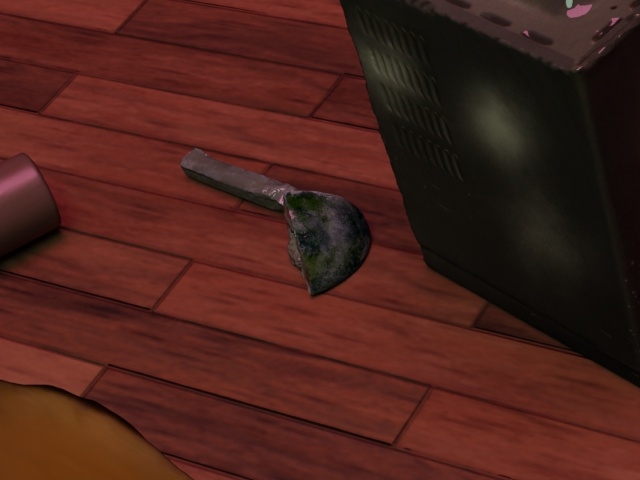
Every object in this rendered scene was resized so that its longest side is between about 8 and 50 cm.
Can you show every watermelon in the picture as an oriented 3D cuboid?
[{"bbox_3d":[0.000,0.000,1.526,0.061,0.085,0.085,-20,29,44],"label":"watermelon"}]

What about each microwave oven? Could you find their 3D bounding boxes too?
[{"bbox_3d":[0.264,-0.176,1.396,0.432,0.374,0.236,-41,47,-21],"label":"microwave oven"}]

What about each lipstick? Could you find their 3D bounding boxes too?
[{"bbox_3d":[-0.337,0.016,1.580,0.254,0.070,0.070,-28,42,-16],"label":"lipstick"}]

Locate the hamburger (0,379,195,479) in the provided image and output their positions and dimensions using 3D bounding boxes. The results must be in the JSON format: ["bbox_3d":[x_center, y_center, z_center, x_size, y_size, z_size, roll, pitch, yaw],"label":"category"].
[{"bbox_3d":[-0.189,0.243,1.143,0.237,0.276,0.276,-55,36,21],"label":"hamburger"}]

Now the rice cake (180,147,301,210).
[{"bbox_3d":[-0.066,-0.049,1.610,0.121,0.021,0.022,22,62,35],"label":"rice cake"}]
